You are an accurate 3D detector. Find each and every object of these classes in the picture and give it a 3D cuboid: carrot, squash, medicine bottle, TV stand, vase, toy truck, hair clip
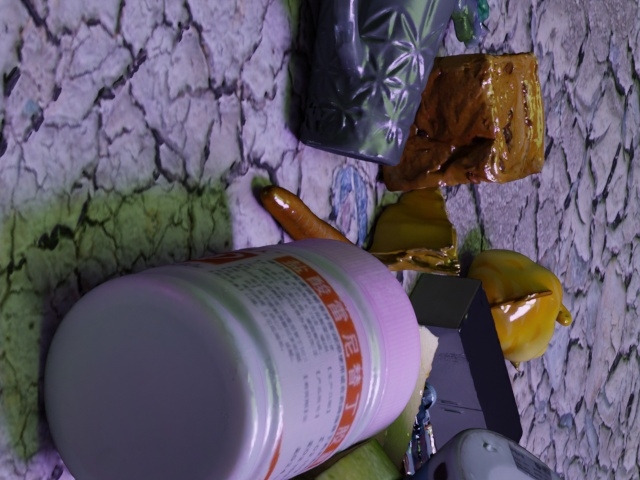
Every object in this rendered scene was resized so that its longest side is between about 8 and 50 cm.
[{"bbox_3d":[0.000,0.000,1.803,0.248,0.043,0.043,43,58,-56],"label":"carrot"},{"bbox_3d":[-0.032,0.276,1.630,0.252,0.049,0.252,-38,170,-8],"label":"squash"},{"bbox_3d":[-0.065,0.109,1.524,0.316,0.202,0.202,-14,109,-61],"label":"medicine bottle"},{"bbox_3d":[0.168,0.165,2.125,0.088,0.083,0.269,-59,144,-37],"label":"TV stand"},{"bbox_3d":[0.058,-0.230,1.758,0.251,0.156,0.300,10,93,-71],"label":"vase"},{"bbox_3d":[0.066,0.229,1.903,0.080,0.115,0.177,-26,112,-59],"label":"toy truck"},{"bbox_3d":[0.155,-0.279,2.045,0.195,0.052,0.124,-17,106,-68],"label":"hair clip"}]

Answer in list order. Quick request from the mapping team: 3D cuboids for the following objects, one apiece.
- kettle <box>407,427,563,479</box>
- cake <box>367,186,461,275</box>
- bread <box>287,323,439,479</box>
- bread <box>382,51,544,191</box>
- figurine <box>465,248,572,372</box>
[{"bbox_3d":[0.099,0.358,1.718,0.247,0.342,0.319,37,22,-19],"label":"kettle"},{"bbox_3d":[0.131,-0.014,1.984,0.185,0.116,0.079,-17,110,-56],"label":"cake"},{"bbox_3d":[0.034,0.164,1.811,0.068,0.125,0.188,52,51,-54],"label":"bread"},{"bbox_3d":[0.157,-0.130,1.968,0.158,0.143,0.149,-8,98,-62],"label":"bread"},{"bbox_3d":[0.240,0.081,2.213,0.246,0.131,0.156,0,72,-76],"label":"figurine"}]
